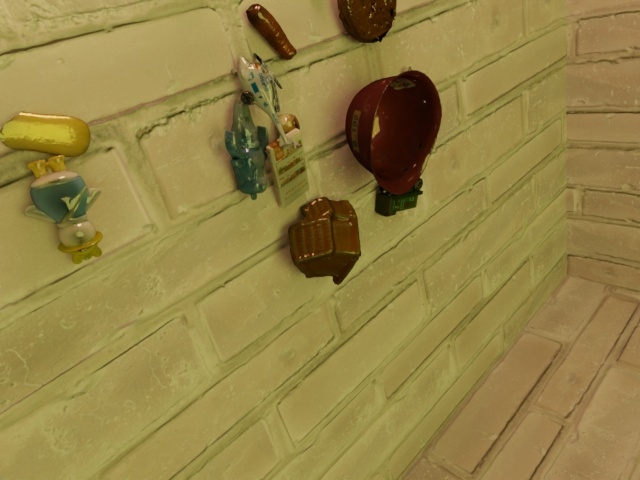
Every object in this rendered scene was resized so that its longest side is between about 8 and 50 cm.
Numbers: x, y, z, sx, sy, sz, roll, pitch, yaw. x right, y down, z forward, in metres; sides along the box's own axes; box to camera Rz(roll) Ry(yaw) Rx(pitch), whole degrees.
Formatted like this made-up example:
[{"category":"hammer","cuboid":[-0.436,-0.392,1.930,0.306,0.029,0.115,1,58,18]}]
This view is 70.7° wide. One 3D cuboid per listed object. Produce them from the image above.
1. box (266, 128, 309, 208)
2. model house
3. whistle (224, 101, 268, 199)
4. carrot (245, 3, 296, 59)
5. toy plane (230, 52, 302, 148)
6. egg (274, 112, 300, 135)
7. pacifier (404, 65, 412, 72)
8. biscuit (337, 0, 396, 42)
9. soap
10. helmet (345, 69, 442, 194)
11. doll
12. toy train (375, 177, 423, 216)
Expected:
[{"category":"box","cuboid":[-0.094,-0.212,1.358,0.122,0.032,0.220,-39,144,-27]},{"category":"model house","cuboid":[-0.004,-0.008,1.474,0.239,0.173,0.268,5,67,-30]},{"category":"whistle","cuboid":[-0.202,-0.244,1.255,0.180,0.093,0.269,-37,127,-59]},{"category":"carrot","cuboid":[-0.131,-0.576,1.255,0.186,0.060,0.060,36,77,-45]},{"category":"toy plane","cuboid":[-0.146,-0.375,1.243,0.107,0.182,0.273,-22,119,13]},{"category":"egg","cuboid":[-0.096,-0.336,1.341,0.071,0.071,0.083,-50,139,-21]},{"category":"pacifier","cuboid":[0.338,-0.599,1.670,0.068,0.064,0.083,5,98,-61]},{"category":"biscuit","cuboid":[0.148,-0.785,1.439,0.296,0.075,0.296,-19,116,-43]},{"category":"soap","cuboid":[-0.578,-0.227,0.955,0.168,0.033,0.089,3,97,-43]},{"category":"helmet","cuboid":[0.208,-0.369,1.500,0.337,0.230,0.385,-23,125,-35]},{"category":"doll","cuboid":[-0.550,-0.060,0.984,0.135,0.098,0.241,-46,133,-53]},{"category":"toy train","cuboid":[0.308,-0.176,1.744,0.225,0.090,0.137,-13,117,-40]}]
